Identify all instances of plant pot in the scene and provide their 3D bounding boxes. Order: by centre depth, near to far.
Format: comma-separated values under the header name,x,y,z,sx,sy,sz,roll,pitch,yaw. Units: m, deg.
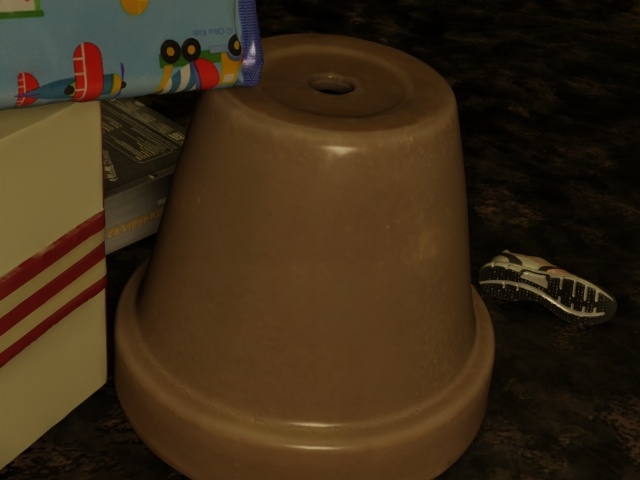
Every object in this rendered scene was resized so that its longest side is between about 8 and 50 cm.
name,x,y,z,sx,sy,sz,roll,pitch,yaw
plant pot,0.000,0.000,0.647,0.263,0.229,0.263,5,34,-4

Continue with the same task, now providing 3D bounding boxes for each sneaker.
name,x,y,z,sx,sy,sz,roll,pitch,yaw
sneaker,0.183,0.032,0.795,0.109,0.040,0.044,20,34,19

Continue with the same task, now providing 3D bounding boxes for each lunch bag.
name,x,y,z,sx,sy,sz,roll,pitch,yaw
lunch bag,-0.205,-0.161,0.565,0.221,0.138,0.293,-13,21,-36

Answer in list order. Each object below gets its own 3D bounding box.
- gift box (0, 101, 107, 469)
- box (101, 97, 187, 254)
name,x,y,z,sx,sy,sz,roll,pitch,yaw
gift box,-0.268,0.022,0.548,0.276,0.255,0.258,16,33,25
box,-0.224,-0.072,0.869,0.231,0.056,0.183,31,42,32
